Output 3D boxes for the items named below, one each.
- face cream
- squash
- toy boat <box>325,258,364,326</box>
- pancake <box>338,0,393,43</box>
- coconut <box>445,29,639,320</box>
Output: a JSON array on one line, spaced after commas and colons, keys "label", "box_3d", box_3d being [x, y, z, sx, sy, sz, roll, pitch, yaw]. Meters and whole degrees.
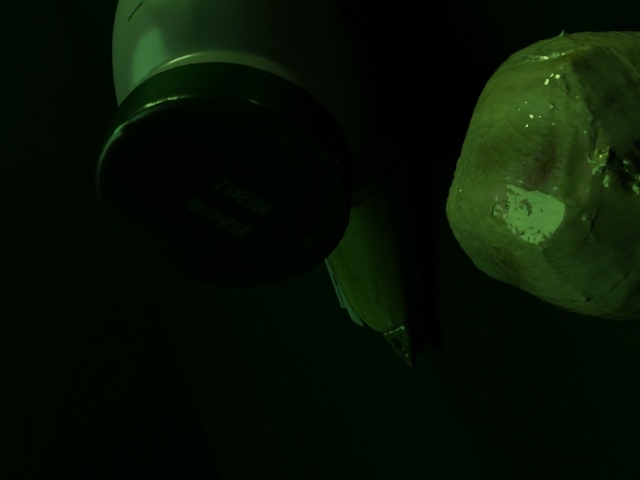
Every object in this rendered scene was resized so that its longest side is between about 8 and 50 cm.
[{"label": "face cream", "box_3d": [-0.065, -0.152, 0.789, 0.356, 0.220, 0.312, -85, -25, -45]}, {"label": "squash", "box_3d": [0.053, 0.023, 0.958, 0.137, 0.137, 0.287, 41, 149, 52]}, {"label": "toy boat", "box_3d": [0.000, 0.000, 1.165, 0.220, 0.067, 0.290, 27, 137, 61]}, {"label": "pancake", "box_3d": [0.016, -0.265, 0.750, 0.199, 0.021, 0.199, 51, -155, -36]}, {"label": "coconut", "box_3d": [0.174, -0.038, 0.509, 0.194, 0.195, 0.194, 52, 154, 38]}]
